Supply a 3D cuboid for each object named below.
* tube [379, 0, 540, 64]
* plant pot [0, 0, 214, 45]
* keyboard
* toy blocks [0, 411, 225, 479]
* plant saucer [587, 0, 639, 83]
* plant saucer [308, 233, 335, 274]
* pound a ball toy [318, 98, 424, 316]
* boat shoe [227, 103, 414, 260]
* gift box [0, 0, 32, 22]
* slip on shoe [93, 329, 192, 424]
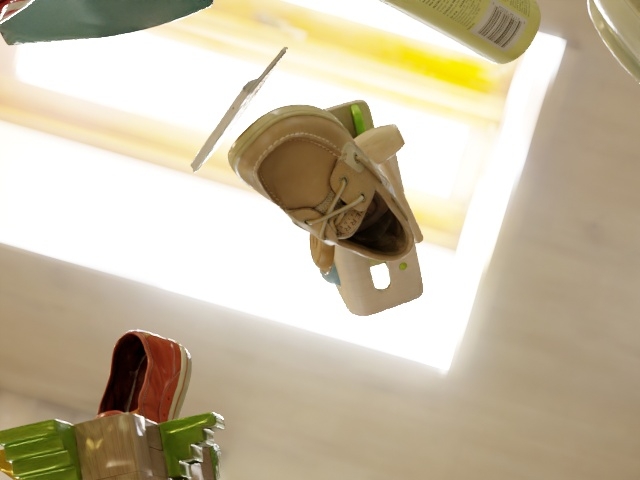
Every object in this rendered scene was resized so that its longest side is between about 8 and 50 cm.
[{"bbox_3d":[0.069,-0.205,1.249,0.062,0.240,0.070,-39,48,28],"label":"tube"},{"bbox_3d":[-0.222,-0.314,1.725,0.165,0.234,0.165,69,-152,-54],"label":"plant pot"},{"bbox_3d":[-0.091,-0.140,1.838,0.072,0.014,0.256,-46,1,-24],"label":"keyboard"},{"bbox_3d":[-0.151,0.298,1.438,0.381,0.191,0.261,51,-154,-76],"label":"toy blocks"},{"bbox_3d":[0.412,-0.238,1.894,0.100,0.400,0.400,-45,16,30],"label":"plant saucer"},{"bbox_3d":[0.000,0.000,2.024,0.083,0.015,0.083,179,90,-75],"label":"plant saucer"},{"bbox_3d":[0.050,-0.040,2.278,0.208,0.136,0.319,-117,11,-56],"label":"pound a ball toy"},{"bbox_3d":[0.012,-0.050,1.720,0.109,0.098,0.302,-42,-29,9],"label":"boat shoe"},{"bbox_3d":[-0.335,-0.241,1.195,0.276,0.258,0.255,-23,16,37],"label":"gift box"},{"bbox_3d":[-0.250,0.261,2.143,0.123,0.101,0.331,-19,47,39],"label":"slip on shoe"}]
